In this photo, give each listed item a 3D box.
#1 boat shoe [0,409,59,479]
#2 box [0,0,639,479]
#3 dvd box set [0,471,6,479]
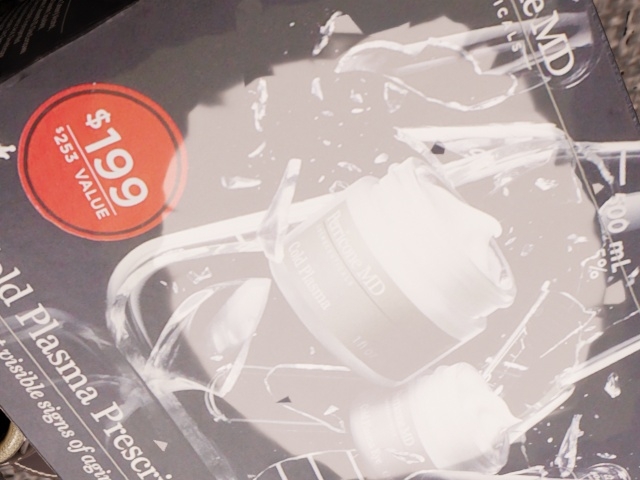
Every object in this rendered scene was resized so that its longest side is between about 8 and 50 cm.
[{"bbox_3d":[-0.238,0.118,0.717,0.102,0.092,0.285,-23,142,0],"label":"boat shoe"},{"bbox_3d":[0.000,0.000,0.527,0.312,0.179,0.343,-28,116,5],"label":"box"},{"bbox_3d":[-0.275,0.284,0.517,0.062,0.421,0.308,8,143,5],"label":"dvd box set"}]
